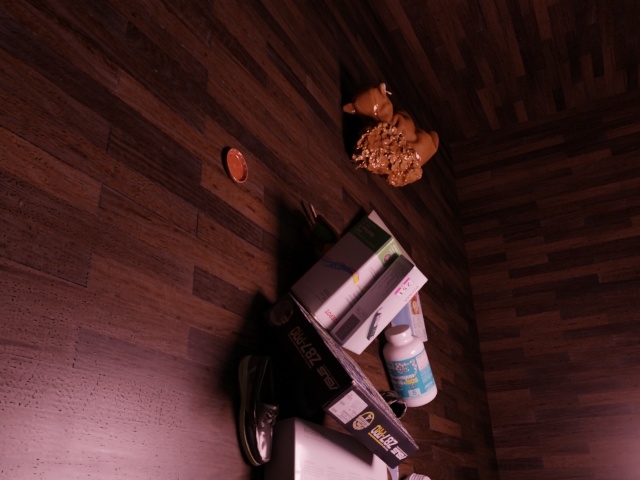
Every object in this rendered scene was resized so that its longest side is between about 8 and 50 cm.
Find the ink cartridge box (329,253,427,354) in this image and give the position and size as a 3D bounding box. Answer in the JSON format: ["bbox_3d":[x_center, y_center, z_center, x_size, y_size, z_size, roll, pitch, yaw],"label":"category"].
[{"bbox_3d":[0.176,0.188,1.503,0.060,0.275,0.239,43,3,33],"label":"ink cartridge box"}]

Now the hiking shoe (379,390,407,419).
[{"bbox_3d":[0.226,0.535,1.778,0.227,0.114,0.086,-16,93,-66],"label":"hiking shoe"}]

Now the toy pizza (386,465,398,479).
[{"bbox_3d":[0.181,0.690,1.695,0.201,0.032,0.201,31,53,-52],"label":"toy pizza"}]

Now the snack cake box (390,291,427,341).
[{"bbox_3d":[0.327,0.268,2.169,0.152,0.089,0.265,12,66,-62],"label":"snack cake box"}]

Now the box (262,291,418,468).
[{"bbox_3d":[0.051,0.333,1.333,0.395,0.097,0.318,52,-1,-44],"label":"box"}]

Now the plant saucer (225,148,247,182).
[{"bbox_3d":[-0.203,-0.178,1.344,0.083,0.013,0.084,44,39,-51],"label":"plant saucer"}]

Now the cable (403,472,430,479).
[{"bbox_3d":[0.328,0.899,1.838,0.257,0.089,0.257,4,74,-65],"label":"cable"}]

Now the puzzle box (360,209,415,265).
[{"bbox_3d":[0.196,0.075,1.933,0.272,0.052,0.409,53,28,-6],"label":"puzzle box"}]

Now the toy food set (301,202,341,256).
[{"bbox_3d":[0.000,0.000,1.586,0.218,0.071,0.128,48,-19,49],"label":"toy food set"}]

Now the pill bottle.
[{"bbox_3d":[0.305,0.432,1.965,0.146,0.146,0.264,-37,110,-64],"label":"pill bottle"}]

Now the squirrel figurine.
[{"bbox_3d":[0.253,-0.413,2.163,0.370,0.280,0.397,55,29,-27],"label":"squirrel figurine"}]

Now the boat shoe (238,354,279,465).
[{"bbox_3d":[-0.123,0.348,1.168,0.080,0.073,0.224,20,60,-62],"label":"boat shoe"}]

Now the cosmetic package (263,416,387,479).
[{"bbox_3d":[0.025,0.583,1.264,0.377,0.097,0.285,36,44,-43],"label":"cosmetic package"}]

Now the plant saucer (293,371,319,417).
[{"bbox_3d":[-0.029,0.385,1.416,0.119,0.021,0.119,43,40,-51],"label":"plant saucer"}]

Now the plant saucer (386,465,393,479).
[{"bbox_3d":[0.147,0.707,1.576,0.168,0.029,0.169,13,72,-45],"label":"plant saucer"}]

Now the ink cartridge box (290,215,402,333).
[{"bbox_3d":[0.084,0.104,1.477,0.117,0.278,0.201,42,-7,36],"label":"ink cartridge box"}]
